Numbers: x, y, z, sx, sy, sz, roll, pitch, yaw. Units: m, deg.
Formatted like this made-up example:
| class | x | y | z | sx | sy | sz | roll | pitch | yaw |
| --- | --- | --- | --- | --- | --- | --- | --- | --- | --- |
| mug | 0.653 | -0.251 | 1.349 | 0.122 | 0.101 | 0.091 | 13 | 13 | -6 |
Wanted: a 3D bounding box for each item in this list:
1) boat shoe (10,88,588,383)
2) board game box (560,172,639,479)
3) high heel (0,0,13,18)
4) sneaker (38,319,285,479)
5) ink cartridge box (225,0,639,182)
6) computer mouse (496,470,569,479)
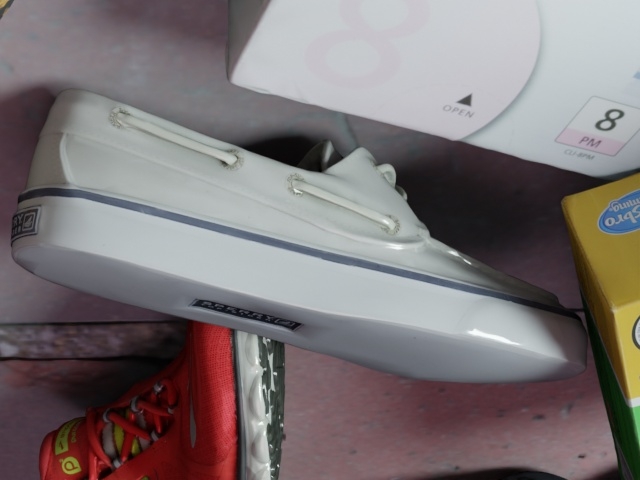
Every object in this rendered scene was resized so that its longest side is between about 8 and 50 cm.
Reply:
| class | x | y | z | sx | sy | sz | roll | pitch | yaw |
| --- | --- | --- | --- | --- | --- | --- | --- | --- | --- |
| boat shoe | 0.000 | 0.000 | 0.721 | 0.267 | 0.088 | 0.096 | 14 | 163 | -13 |
| board game box | 0.283 | 0.021 | 0.747 | 0.316 | 0.064 | 0.242 | -20 | 140 | 3 |
| high heel | -0.190 | -0.027 | 0.586 | 0.261 | 0.186 | 0.093 | -26 | 137 | 26 |
| sneaker | -0.086 | 0.114 | 0.848 | 0.118 | 0.107 | 0.279 | 10 | 140 | -9 |
| ink cartridge box | 0.092 | -0.126 | 0.595 | 0.189 | 0.066 | 0.232 | 13 | 143 | -21 |
| computer mouse | 0.047 | 0.179 | 0.945 | 0.242 | 0.041 | 0.071 | -11 | 153 | -23 |
